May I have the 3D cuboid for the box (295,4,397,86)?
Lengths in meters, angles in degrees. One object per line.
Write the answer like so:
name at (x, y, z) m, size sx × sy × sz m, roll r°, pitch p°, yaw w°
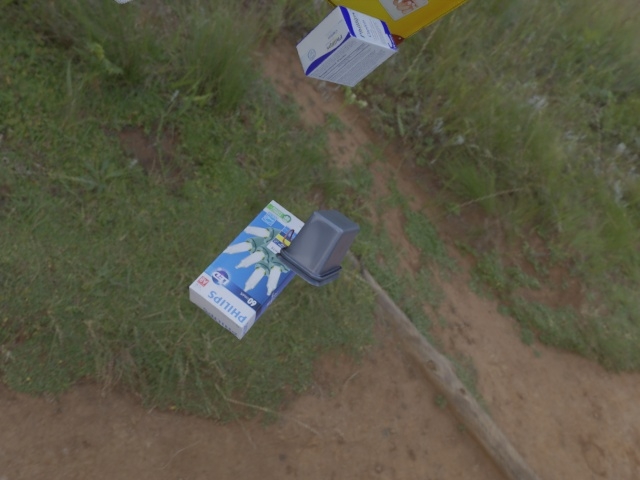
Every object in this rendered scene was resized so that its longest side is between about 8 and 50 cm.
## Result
box at (0.048, -0.360, 1.132) m, size 0.137 × 0.126 × 0.072 m, roll -3°, pitch 69°, yaw -47°

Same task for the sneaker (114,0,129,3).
sneaker at (-0.315, -0.539, 1.194) m, size 0.086 × 0.085 × 0.237 m, roll 37°, pitch 64°, yaw 16°

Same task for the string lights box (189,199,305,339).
string lights box at (-0.129, 0.056, 1.224) m, size 0.133 × 0.077 × 0.260 m, roll 36°, pitch 61°, yaw 8°

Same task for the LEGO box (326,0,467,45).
LEGO box at (0.114, -0.637, 1.120) m, size 0.500 × 0.372 × 0.193 m, roll 27°, pitch 51°, yaw -42°

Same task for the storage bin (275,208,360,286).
storage bin at (0.000, 0.000, 0.935) m, size 0.098 × 0.091 × 0.135 m, roll 36°, pitch 14°, yaw 13°
